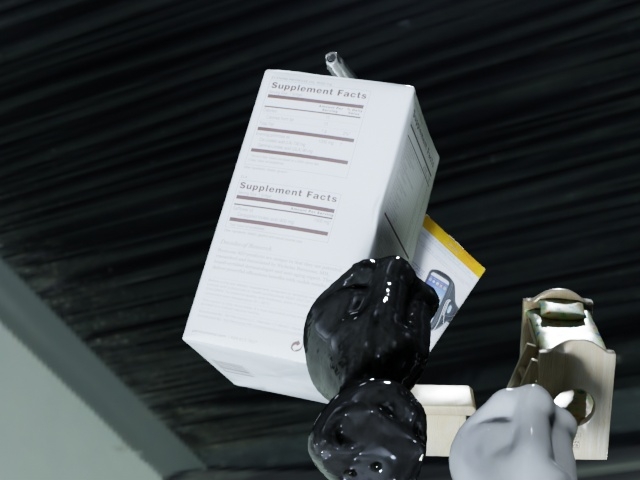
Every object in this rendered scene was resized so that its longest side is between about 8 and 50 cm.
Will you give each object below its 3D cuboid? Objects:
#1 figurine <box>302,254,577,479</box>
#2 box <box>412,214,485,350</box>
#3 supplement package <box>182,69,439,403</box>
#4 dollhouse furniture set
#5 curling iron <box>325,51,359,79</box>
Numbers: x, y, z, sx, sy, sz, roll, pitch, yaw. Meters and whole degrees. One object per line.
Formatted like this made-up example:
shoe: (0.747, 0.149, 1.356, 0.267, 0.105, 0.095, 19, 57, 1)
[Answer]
figurine: (0.077, 0.132, 0.704, 0.215, 0.092, 0.209, 42, 18, -10)
box: (0.085, 0.053, 1.114, 0.081, 0.028, 0.136, 42, 69, -12)
supplement package: (0.000, 0.000, 1.004, 0.139, 0.133, 0.244, 58, 45, -63)
dollhouse furniture set: (0.146, 0.092, 1.000, 0.182, 0.160, 0.101, -85, 175, -70)
curling iron: (0.049, -0.162, 1.443, 0.068, 0.035, 0.274, 51, 6, 22)
